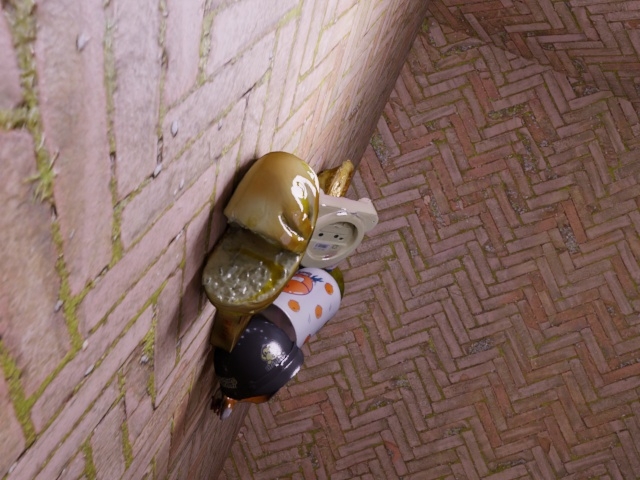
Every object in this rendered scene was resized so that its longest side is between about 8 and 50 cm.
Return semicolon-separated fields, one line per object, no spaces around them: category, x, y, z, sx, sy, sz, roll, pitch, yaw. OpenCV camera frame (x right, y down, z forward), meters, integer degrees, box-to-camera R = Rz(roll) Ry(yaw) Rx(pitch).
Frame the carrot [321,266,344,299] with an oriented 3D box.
carrot;-0.022;0.206;2.329;0.340;0.241;0.242;0;116;-60

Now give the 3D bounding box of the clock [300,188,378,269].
clock;0.019;-0.027;1.785;0.309;0.283;0.114;-54;-137;36

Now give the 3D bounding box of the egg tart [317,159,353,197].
egg tart;0.025;-0.170;1.939;0.319;0.128;0.319;22;90;-86

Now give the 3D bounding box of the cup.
cup;-0.078;0.226;1.726;0.317;0.212;0.212;-32;150;-53

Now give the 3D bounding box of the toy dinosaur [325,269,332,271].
toy dinosaur;0.000;0.000;2.172;0.075;0.188;0.248;-75;-175;-67

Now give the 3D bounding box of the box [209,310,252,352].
box;-0.199;0.158;1.371;0.240;0.071;0.160;-58;169;-55

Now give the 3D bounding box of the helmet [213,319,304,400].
helmet;-0.186;0.307;1.425;0.230;0.161;0.278;-35;-165;-35

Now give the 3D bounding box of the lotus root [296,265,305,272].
lotus root;-0.104;0.161;1.998;0.275;0.151;0.160;111;-1;-49

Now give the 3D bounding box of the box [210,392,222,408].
box;-0.345;0.567;1.861;0.098;0.062;0.045;-60;171;-46

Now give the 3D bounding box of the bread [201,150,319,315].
bread;-0.101;-0.010;1.026;0.333;0.159;0.333;25;90;-88

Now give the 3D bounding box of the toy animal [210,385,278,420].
toy animal;-0.289;0.436;1.747;0.302;0.225;0.284;-54;-161;13
